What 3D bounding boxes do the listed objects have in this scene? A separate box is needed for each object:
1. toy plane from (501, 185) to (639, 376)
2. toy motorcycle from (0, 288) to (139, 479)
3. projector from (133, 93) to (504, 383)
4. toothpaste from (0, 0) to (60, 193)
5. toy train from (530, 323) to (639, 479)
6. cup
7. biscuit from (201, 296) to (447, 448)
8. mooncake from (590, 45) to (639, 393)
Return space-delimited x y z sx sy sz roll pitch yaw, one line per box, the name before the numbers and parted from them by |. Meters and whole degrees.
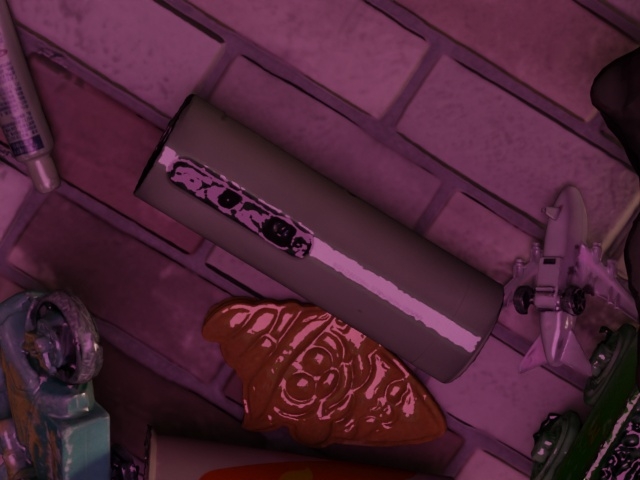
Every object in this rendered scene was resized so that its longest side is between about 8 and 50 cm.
toy plane | 0.216 0.035 1.667 0.162 0.065 0.171 -1 87 40
toy motorcycle | -0.257 0.156 1.681 0.109 0.198 0.296 -17 123 -31
projector | 0.000 0.000 1.657 0.337 0.108 0.108 31 104 -7
toothpaste | -0.281 -0.144 1.664 0.062 0.037 0.216 -20 100 8
toy train | 0.279 0.186 1.657 0.132 0.188 0.243 27 106 -4
cup | -0.024 0.273 1.704 0.288 0.203 0.203 4 106 -6
biscuit | 0.005 0.127 1.734 0.250 0.035 0.162 24 109 -6
mooncake | 0.411 -0.030 1.521 0.351 0.212 0.381 -19 83 -26
